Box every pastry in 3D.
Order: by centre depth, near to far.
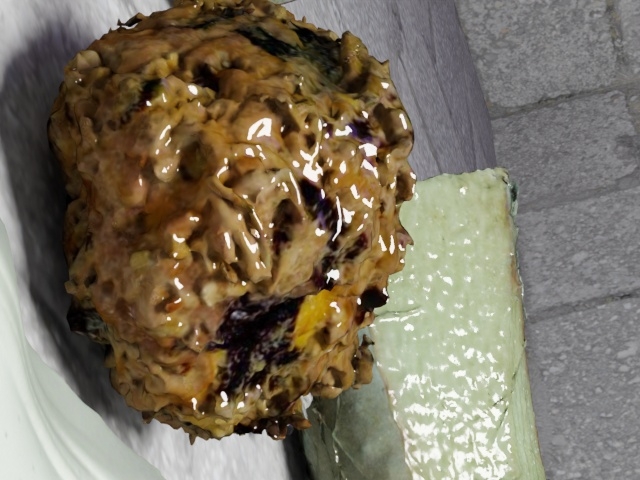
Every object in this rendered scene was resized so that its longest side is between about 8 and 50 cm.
[{"bbox_3d":[-0.034,-0.016,0.863,0.275,0.193,0.274,-14,90,-80],"label":"pastry"}]

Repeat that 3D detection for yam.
[{"bbox_3d":[0.071,0.108,1.222,0.201,0.202,0.271,128,-47,-57],"label":"yam"}]

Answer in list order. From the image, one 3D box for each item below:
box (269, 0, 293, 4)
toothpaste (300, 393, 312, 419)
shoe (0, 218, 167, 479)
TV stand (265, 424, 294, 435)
[{"bbox_3d":[-0.050,-0.306,1.382,0.310,0.084,0.198,-52,128,-75],"label":"box"},{"bbox_3d":[0.000,0.000,1.105,0.078,0.047,0.248,69,27,-58],"label":"toothpaste"},{"bbox_3d":[-0.136,0.088,0.451,0.363,0.132,0.160,66,22,-53],"label":"shoe"},{"bbox_3d":[-0.063,0.019,1.059,0.036,0.042,0.249,-81,156,-67],"label":"TV stand"}]
